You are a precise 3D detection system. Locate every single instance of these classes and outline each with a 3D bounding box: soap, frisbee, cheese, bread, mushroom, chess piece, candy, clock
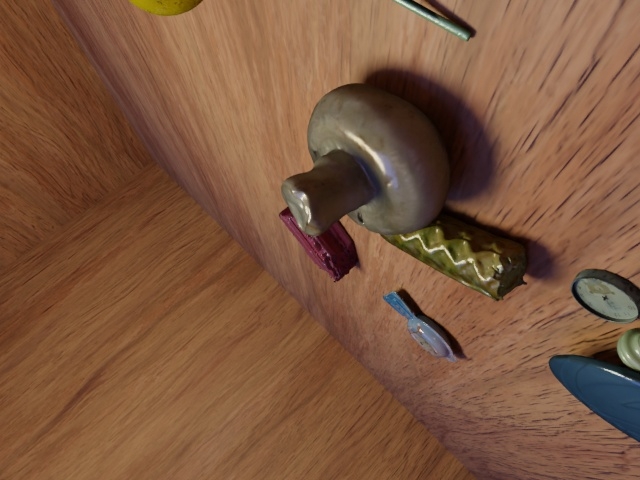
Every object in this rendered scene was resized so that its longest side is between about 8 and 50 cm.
[{"bbox_3d":[0.000,0.000,1.143,0.250,0.099,0.162,54,162,-20],"label":"soap"},{"bbox_3d":[0.459,0.258,0.573,0.289,0.049,0.289,34,169,8],"label":"frisbee"},{"bbox_3d":[0.263,0.229,1.089,0.245,0.052,0.135,46,163,7],"label":"cheese"},{"bbox_3d":[0.199,0.003,0.677,0.269,0.098,0.087,31,128,43],"label":"bread"},{"bbox_3d":[0.051,-0.091,0.599,0.243,0.243,0.243,42,163,17],"label":"mushroom"},{"bbox_3d":[0.407,0.105,0.467,0.059,0.059,0.149,40,155,23],"label":"chess piece"},{"bbox_3d":[0.042,-0.296,0.457,0.287,0.078,0.084,34,141,12],"label":"candy"},{"bbox_3d":[0.370,0.073,0.535,0.085,0.017,0.085,42,162,17],"label":"clock"}]

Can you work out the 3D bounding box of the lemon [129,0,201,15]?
[{"bbox_3d":[-0.245,-0.444,0.631,0.206,0.173,0.173,-16,117,48],"label":"lemon"}]
